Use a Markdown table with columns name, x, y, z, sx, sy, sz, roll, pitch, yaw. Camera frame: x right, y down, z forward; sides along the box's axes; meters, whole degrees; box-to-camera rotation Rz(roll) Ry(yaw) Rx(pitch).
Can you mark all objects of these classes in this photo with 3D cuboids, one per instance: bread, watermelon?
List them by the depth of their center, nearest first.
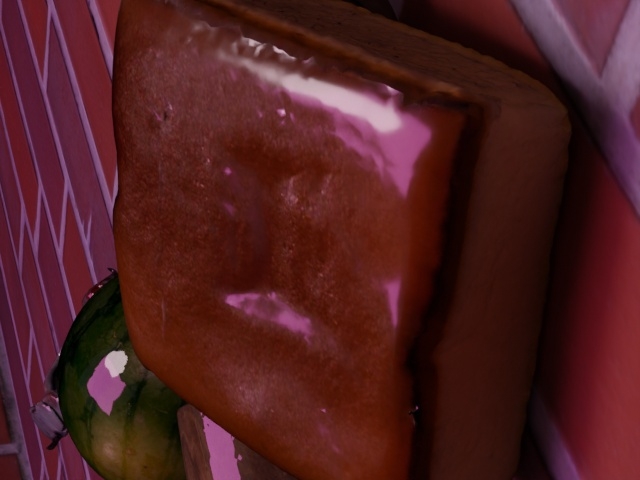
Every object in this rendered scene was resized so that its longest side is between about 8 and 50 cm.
| name | x | y | z | sx | sy | sz | roll | pitch | yaw |
| --- | --- | --- | --- | --- | --- | --- | --- | --- | --- |
| bread | 0.000 | 0.000 | 1.032 | 0.333 | 0.143 | 0.323 | 27 | 124 | 40 |
| watermelon | -0.135 | 0.137 | 1.470 | 0.242 | 0.242 | 0.242 | 174 | 90 | -71 |

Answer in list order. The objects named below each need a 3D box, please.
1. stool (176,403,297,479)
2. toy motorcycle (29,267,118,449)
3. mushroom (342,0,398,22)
| name | x | y | z | sx | sy | sz | roll | pitch | yaw |
| --- | --- | --- | --- | --- | --- | --- | --- | --- | --- |
| stool | -0.011 | 0.251 | 1.232 | 0.179 | 0.179 | 0.264 | 139 | 122 | -67 |
| toy motorcycle | -0.225 | 0.159 | 1.800 | 0.241 | 0.182 | 0.319 | -67 | 9 | -19 |
| mushroom | 0.009 | -0.125 | 1.165 | 0.117 | 0.141 | 0.188 | -59 | -13 | -52 |
